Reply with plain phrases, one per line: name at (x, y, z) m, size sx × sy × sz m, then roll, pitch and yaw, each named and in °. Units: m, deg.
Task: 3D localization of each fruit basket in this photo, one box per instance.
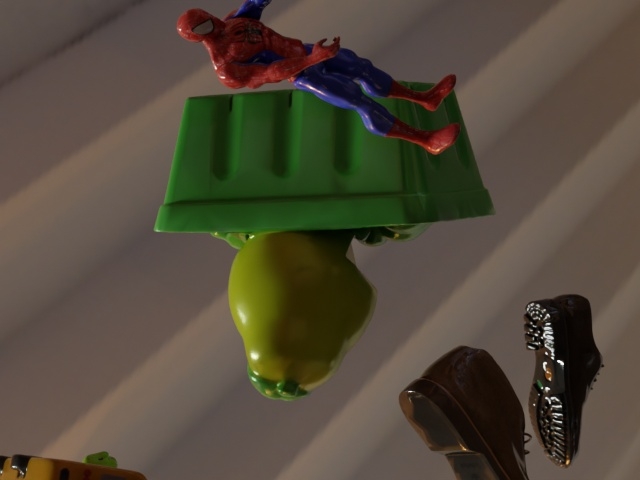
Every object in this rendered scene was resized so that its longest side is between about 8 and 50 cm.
fruit basket at (0.000, 0.000, 1.852) m, size 0.283 × 0.392 × 0.392 m, roll -7°, pitch -54°, yaw -63°

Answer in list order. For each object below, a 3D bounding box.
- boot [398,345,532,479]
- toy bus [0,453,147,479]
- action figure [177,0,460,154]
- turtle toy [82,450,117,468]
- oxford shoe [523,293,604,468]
boot at (0.214, 0.255, 1.781) m, size 0.115 × 0.112 × 0.305 m, roll -43°, pitch -68°, yaw -30°
toy bus at (-0.283, 0.291, 1.666) m, size 0.332 × 0.130 × 0.108 m, roll 156°, pitch 123°, yaw -70°
action figure at (0.015, -0.174, 1.384) m, size 0.139 × 0.280 × 0.091 m, roll -48°, pitch 35°, yaw 47°
turtle toy at (-0.300, 0.318, 1.924) m, size 0.130 × 0.066 × 0.095 m, roll -41°, pitch 16°, yaw -8°
oxford shoe at (0.309, 0.173, 1.897) m, size 0.096 × 0.083 × 0.227 m, roll -14°, pitch -65°, yaw -27°
